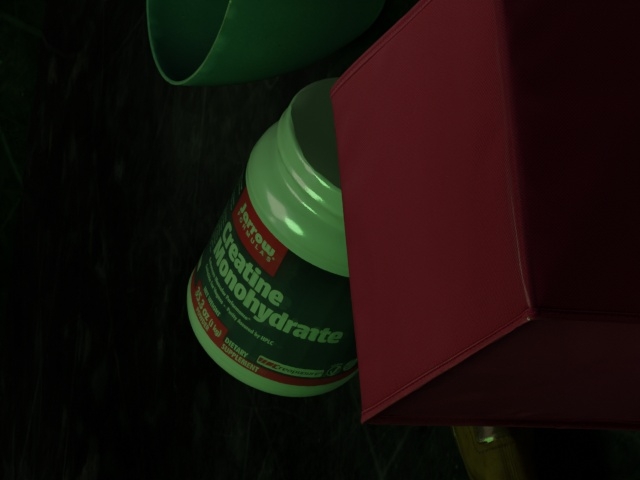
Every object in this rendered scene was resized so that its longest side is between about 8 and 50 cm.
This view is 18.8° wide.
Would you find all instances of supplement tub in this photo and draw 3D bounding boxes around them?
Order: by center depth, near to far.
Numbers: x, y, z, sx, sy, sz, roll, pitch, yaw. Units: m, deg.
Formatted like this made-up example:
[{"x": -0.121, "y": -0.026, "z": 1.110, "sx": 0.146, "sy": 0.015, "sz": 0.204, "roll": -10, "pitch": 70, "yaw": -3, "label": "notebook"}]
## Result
[{"x": 0.000, "y": 0.000, "z": 1.814, "sx": 0.272, "sy": 0.191, "sz": 0.191, "roll": 118, "pitch": 148, "yaw": -42, "label": "supplement tub"}]

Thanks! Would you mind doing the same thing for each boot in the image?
[{"x": 0.133, "y": 0.149, "z": 1.488, "sx": 0.264, "sy": 0.096, "sz": 0.280, "roll": 94, "pitch": 173, "yaw": -52, "label": "boot"}]

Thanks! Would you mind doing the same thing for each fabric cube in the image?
[{"x": 0.178, "y": -0.025, "z": 1.329, "sx": 0.254, "sy": 0.259, "sz": 0.258, "roll": 140, "pitch": 129, "yaw": -57, "label": "fabric cube"}]

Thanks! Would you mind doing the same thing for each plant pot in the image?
[{"x": -0.040, "y": -0.289, "z": 1.965, "sx": 0.290, "sy": 0.195, "sz": 0.290, "roll": -174, "pitch": 90, "yaw": -67, "label": "plant pot"}]
